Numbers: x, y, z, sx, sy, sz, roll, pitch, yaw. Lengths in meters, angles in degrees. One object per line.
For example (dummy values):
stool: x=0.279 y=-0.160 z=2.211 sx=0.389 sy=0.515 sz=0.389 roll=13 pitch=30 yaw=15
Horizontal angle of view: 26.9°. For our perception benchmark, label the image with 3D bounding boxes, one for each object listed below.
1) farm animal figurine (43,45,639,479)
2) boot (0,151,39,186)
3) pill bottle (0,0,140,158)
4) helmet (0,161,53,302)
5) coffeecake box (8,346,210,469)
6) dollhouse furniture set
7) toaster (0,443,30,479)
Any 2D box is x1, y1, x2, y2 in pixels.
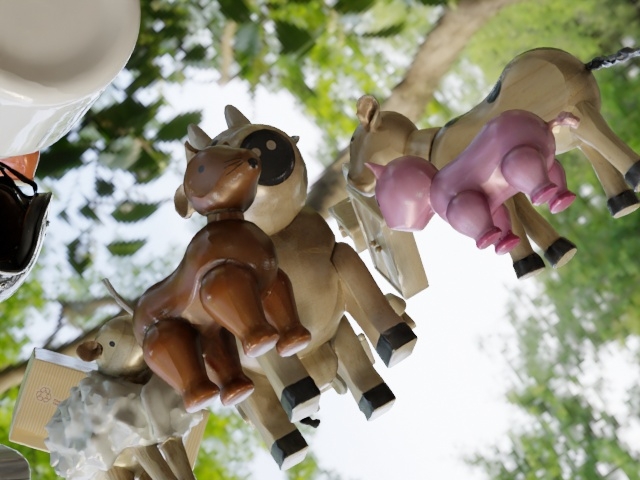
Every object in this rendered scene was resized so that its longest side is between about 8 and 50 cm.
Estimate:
farm animal figurine: x=0.000 y=0.000 z=0.804 sx=0.330 sy=0.327 sz=0.172 roll=-19 pitch=-115 yaw=-33
boot: x=-0.463 y=-0.120 z=1.863 sx=0.158 sy=0.085 sz=0.059 roll=13 pitch=-158 yaw=18
pill bottle: x=-0.211 y=-0.127 z=0.907 sx=0.131 sy=0.131 sz=0.229 roll=49 pitch=157 yaw=-8
helmet: x=-0.371 y=-0.004 z=1.399 sx=0.169 sy=0.169 sz=0.161 roll=37 pitch=-111 yaw=-34
coffeecake box: x=-0.178 y=0.143 z=1.105 sx=0.142 sy=0.068 sz=0.185 roll=18 pitch=174 yaw=-11
dollhouse furniture set: x=-0.035 y=0.061 z=2.021 sx=0.303 sy=0.355 sz=0.174 roll=48 pitch=162 yaw=50
toaster: x=-0.451 y=0.278 z=1.522 sx=0.227 sy=0.129 sz=0.146 roll=14 pitch=173 yaw=6
